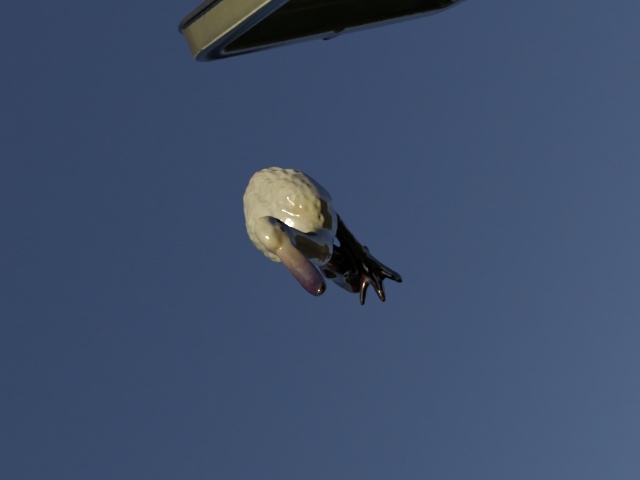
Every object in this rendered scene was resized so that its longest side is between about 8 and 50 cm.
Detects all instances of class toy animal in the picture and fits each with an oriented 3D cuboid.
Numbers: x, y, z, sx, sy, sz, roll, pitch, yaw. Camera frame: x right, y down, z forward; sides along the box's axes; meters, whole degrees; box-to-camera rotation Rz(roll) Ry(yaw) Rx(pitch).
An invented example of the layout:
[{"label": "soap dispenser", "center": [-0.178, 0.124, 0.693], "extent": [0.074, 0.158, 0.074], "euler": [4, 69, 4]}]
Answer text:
[{"label": "toy animal", "center": [-0.020, -0.015, 1.182], "extent": [0.090, 0.195, 0.324], "euler": [-52, -15, 5]}]

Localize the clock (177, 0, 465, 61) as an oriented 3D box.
[{"label": "clock", "center": [0.073, -0.201, 0.757], "extent": [0.278, 0.273, 0.049], "euler": [-20, -92, -40]}]
